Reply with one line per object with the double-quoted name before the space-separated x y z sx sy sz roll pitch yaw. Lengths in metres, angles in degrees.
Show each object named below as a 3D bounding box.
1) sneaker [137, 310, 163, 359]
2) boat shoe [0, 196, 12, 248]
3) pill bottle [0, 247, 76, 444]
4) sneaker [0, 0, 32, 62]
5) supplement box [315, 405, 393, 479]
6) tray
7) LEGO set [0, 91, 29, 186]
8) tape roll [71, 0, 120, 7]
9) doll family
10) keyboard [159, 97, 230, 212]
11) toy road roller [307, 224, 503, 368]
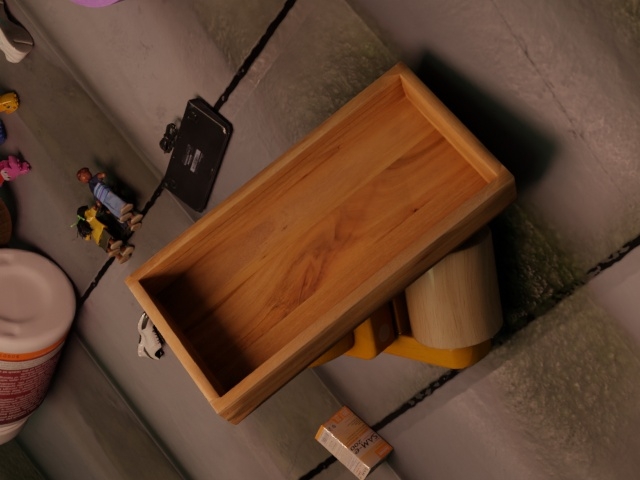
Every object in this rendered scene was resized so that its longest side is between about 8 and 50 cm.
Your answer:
"sneaker" -0.289 0.161 1.869 0.043 0.040 0.109 18 130 15
"boat shoe" -0.630 -0.081 1.917 0.098 0.109 0.302 50 160 33
"pill bottle" -0.610 0.214 2.050 0.224 0.224 0.392 44 135 14
"sneaker" -0.532 -0.354 1.768 0.152 0.053 0.061 56 140 1
"supplement box" 0.050 0.302 1.619 0.098 0.062 0.036 40 133 17
"tray" 0.000 0.000 1.241 0.203 0.411 0.076 50 178 25
"LEGO set" -0.555 -0.198 1.856 0.227 0.093 0.087 78 177 -58
"tape roll" -0.307 -0.462 1.472 0.274 0.090 0.275 23 128 32
"doll family" -0.356 -0.045 1.781 0.111 0.076 0.193 45 131 19
"keyboard" -0.193 -0.132 1.614 0.108 0.023 0.180 37 133 12
"toy road roller" 0.039 0.065 1.356 0.329 0.240 0.203 8 119 40
